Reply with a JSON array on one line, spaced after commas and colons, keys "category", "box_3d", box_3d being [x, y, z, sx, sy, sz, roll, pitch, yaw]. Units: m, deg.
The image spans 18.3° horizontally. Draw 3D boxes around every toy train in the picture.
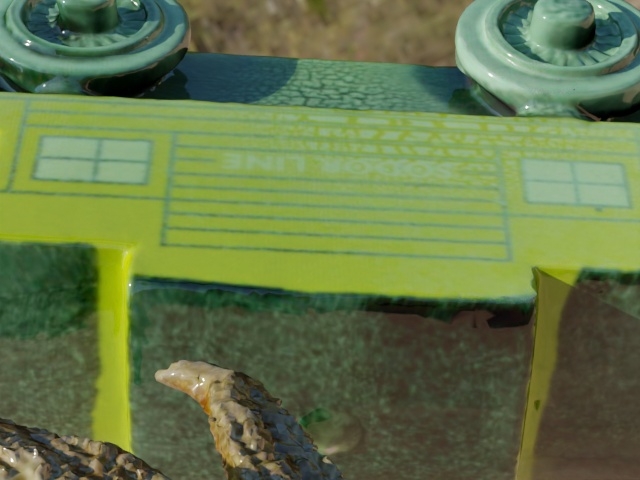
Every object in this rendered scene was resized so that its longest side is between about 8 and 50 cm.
[{"category": "toy train", "box_3d": [0.000, 0.000, 0.944, 0.442, 0.179, 0.272, 3, 37, -1]}]

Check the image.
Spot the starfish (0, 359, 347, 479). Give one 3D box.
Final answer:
[{"category": "starfish", "box_3d": [-0.017, 0.104, 0.557, 0.299, 0.060, 0.302, -4, 21, -34]}]
